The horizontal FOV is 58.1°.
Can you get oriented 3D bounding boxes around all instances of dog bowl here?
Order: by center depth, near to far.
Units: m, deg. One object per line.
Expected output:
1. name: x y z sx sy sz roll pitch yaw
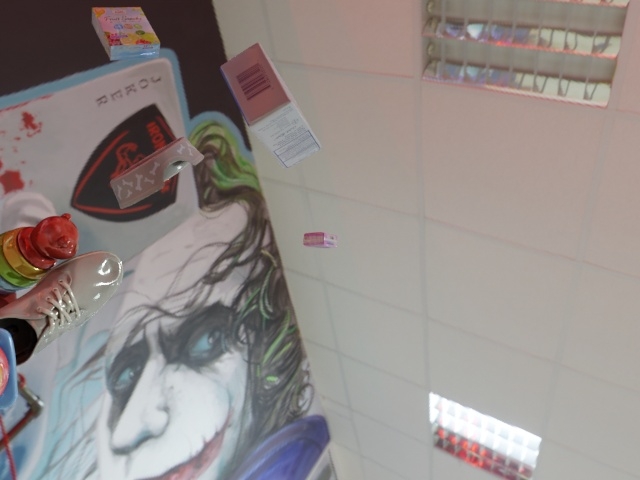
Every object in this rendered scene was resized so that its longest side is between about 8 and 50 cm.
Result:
1. dog bowl: -0.590 -0.250 2.057 0.349 0.349 0.102 -10 -62 46

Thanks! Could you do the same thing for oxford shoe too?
1. oxford shoe: -0.652 0.170 1.397 0.130 0.449 0.169 -4 -66 41

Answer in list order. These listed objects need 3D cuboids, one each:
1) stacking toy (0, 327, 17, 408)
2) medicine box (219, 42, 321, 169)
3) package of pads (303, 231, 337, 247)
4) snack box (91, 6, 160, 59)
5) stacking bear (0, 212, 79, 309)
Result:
1. stacking toy: -0.611 0.249 0.936 0.302 0.175 0.165 -167 -107 -69
2. medicine box: -0.151 -0.412 1.805 0.263 0.149 0.289 63 7 26
3. package of pads: 0.000 0.000 1.259 0.050 0.083 0.031 0 -94 22
4. snack box: -0.683 -0.727 2.017 0.207 0.175 0.070 58 -35 24
5. stacking bear: -0.733 0.036 1.455 0.289 0.175 0.164 -28 -46 15
